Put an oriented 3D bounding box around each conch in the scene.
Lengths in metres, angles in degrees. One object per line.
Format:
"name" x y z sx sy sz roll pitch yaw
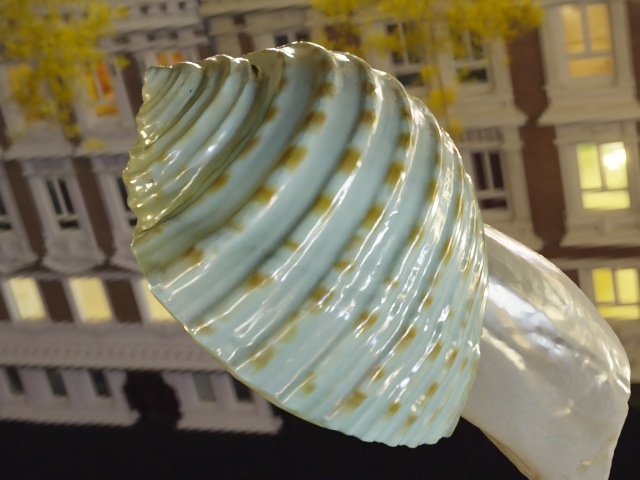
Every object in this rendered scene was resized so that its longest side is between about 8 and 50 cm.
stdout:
"conch" 0.001 -0.006 0.434 0.153 0.102 0.135 25 -143 -1

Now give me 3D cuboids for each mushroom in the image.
"mushroom" 0.115 0.049 1.019 0.154 0.407 0.137 -52 -153 -6
